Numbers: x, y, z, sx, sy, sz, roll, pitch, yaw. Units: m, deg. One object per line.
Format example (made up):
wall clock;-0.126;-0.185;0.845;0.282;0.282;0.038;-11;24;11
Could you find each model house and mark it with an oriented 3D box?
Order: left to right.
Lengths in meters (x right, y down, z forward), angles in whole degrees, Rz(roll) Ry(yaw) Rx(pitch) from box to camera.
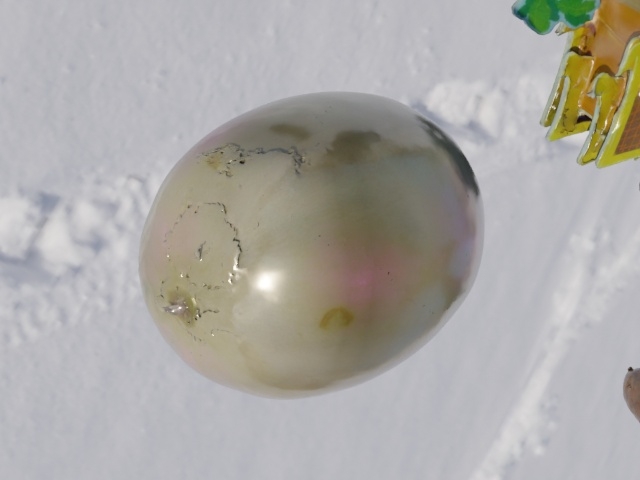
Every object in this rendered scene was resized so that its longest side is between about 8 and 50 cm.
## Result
model house;0.381;-0.239;1.492;0.313;0.242;0.357;-45;128;2

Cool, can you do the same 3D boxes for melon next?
melon;0.000;0.000;0.971;0.317;0.223;0.223;-21;129;-50

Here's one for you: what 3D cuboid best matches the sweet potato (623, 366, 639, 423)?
sweet potato;0.461;0.162;1.269;0.114;0.341;0.092;-15;102;-61
